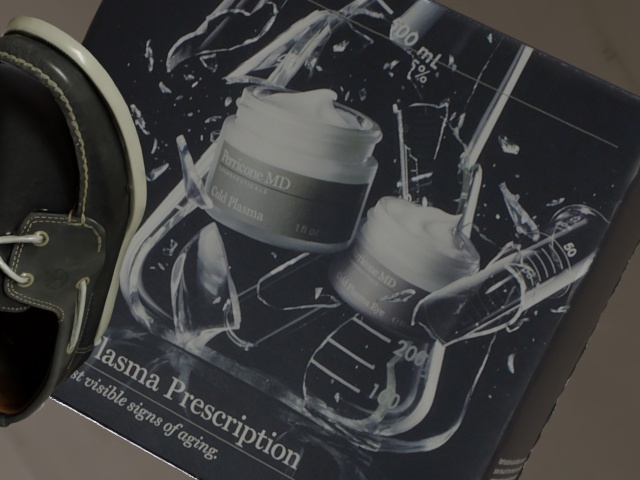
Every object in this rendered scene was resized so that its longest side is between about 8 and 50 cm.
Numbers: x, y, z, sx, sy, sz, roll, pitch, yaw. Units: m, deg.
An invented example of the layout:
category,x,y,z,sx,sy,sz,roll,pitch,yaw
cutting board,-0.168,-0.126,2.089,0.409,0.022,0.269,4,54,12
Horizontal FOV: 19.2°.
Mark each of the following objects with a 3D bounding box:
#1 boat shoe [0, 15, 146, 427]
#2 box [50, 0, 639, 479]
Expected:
category,x,y,z,sx,sy,sz,roll,pitch,yaw
boat shoe,-0.136,-0.002,0.888,0.084,0.079,0.233,27,-42,13
box,0.000,0.000,1.166,0.343,0.313,0.179,27,0,15
